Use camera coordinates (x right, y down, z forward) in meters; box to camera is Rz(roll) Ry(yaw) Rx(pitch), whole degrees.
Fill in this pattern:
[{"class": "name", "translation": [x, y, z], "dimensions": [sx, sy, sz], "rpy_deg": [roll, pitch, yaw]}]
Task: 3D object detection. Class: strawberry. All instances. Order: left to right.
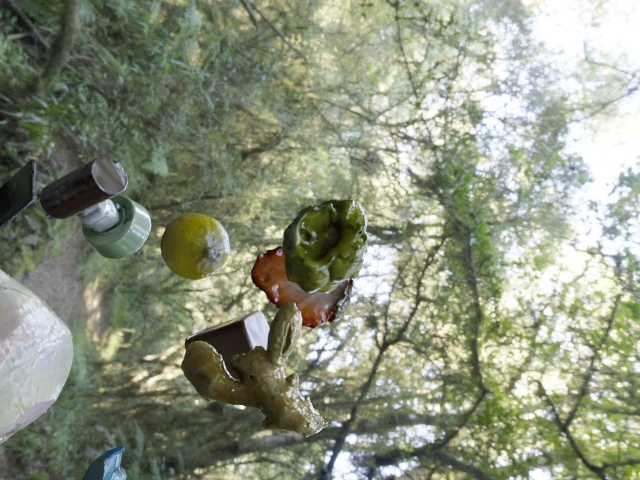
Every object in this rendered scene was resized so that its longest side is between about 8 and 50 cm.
[{"class": "strawberry", "translation": [-0.060, 0.138, 1.705], "dimensions": [0.149, 0.336, 0.265], "rpy_deg": [137, -27, -79]}]

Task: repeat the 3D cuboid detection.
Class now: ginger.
[{"class": "ginger", "translation": [-0.174, 0.385, 1.399], "dimensions": [0.122, 0.363, 0.348], "rpy_deg": [81, -11, -75]}]

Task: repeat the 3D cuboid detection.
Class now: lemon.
[{"class": "lemon", "translation": [-0.462, 0.020, 1.922], "dimensions": [0.320, 0.245, 0.245], "rpy_deg": [18, -85, 58]}]

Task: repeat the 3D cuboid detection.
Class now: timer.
[{"class": "timer", "translation": [-0.945, -0.105, 2.282], "dimensions": [0.315, 0.291, 0.290], "rpy_deg": [63, 30, -64]}]

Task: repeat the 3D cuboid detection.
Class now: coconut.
[{"class": "coconut", "translation": [-0.538, 0.194, 0.805], "dimensions": [0.297, 0.254, 0.297], "rpy_deg": [-53, 177, -4]}]

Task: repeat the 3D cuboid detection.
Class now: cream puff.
[{"class": "cream puff", "translation": [0.002, -0.001, 1.397], "dimensions": [0.282, 0.185, 0.281], "rpy_deg": [-24, -137, 25]}]

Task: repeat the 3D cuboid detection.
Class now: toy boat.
[{"class": "toy boat", "translation": [-0.644, 0.707, 1.575], "dimensions": [0.088, 0.102, 0.215], "rpy_deg": [35, -78, 33]}]

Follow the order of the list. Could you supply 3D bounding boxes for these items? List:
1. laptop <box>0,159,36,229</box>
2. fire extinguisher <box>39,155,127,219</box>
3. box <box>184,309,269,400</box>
[{"class": "laptop", "translation": [-0.725, -0.096, 1.223], "dimensions": [0.180, 0.016, 0.129], "rpy_deg": [-35, -126, 18]}, {"class": "fire extinguisher", "translation": [-0.709, -0.145, 1.513], "dimensions": [0.337, 0.114, 0.135], "rpy_deg": [-17, -112, 31]}, {"class": "box", "translation": [-0.318, 0.414, 1.967], "dimensions": [0.339, 0.229, 0.239], "rpy_deg": [-1, 69, -84]}]
